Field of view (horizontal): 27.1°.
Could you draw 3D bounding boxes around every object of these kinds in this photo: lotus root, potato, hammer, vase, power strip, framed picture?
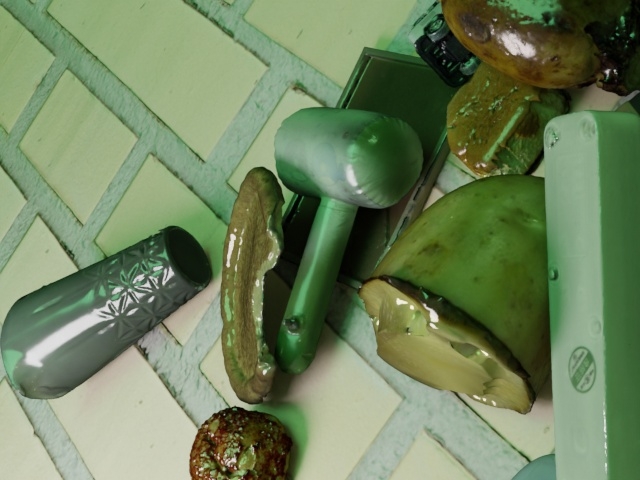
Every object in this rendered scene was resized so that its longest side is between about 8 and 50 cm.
[{"bbox_3d":[0.238,-0.258,1.470,0.314,0.141,0.169,28,45,28],"label":"lotus root"},{"bbox_3d":[0.173,0.041,1.369,0.242,0.285,0.242,-2,68,5],"label":"potato"},{"bbox_3d":[0.000,0.000,1.628,0.206,0.119,0.335,10,82,53],"label":"hammer"},{"bbox_3d":[-0.299,0.085,1.911,0.301,0.156,0.251,-31,23,24],"label":"vase"},{"bbox_3d":[0.256,0.075,1.214,0.091,0.062,0.385,172,96,-67],"label":"power strip"},{"bbox_3d":[0.066,-0.096,1.708,0.232,0.024,0.315,22,84,50],"label":"framed picture"}]

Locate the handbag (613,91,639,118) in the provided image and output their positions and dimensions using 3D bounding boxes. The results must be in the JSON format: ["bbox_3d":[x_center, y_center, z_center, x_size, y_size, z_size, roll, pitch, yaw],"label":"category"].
[{"bbox_3d":[0.409,-0.053,1.224,0.283,0.149,0.302,-43,41,18],"label":"handbag"}]

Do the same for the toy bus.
[{"bbox_3d":[0.195,-0.287,1.624,0.194,0.087,0.089,-45,29,6],"label":"toy bus"}]

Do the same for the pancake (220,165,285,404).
[{"bbox_3d":[-0.086,0.059,1.669,0.286,0.033,0.288,-102,22,-44],"label":"pancake"}]

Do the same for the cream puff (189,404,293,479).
[{"bbox_3d":[-0.104,0.268,1.628,0.149,0.084,0.149,-22,55,36],"label":"cream puff"}]

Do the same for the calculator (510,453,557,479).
[{"bbox_3d":[0.221,0.313,1.287,0.299,0.041,0.185,-54,40,7],"label":"calculator"}]

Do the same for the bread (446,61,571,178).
[{"bbox_3d":[0.210,-0.142,1.545,0.140,0.069,0.128,-58,39,2],"label":"bread"}]
